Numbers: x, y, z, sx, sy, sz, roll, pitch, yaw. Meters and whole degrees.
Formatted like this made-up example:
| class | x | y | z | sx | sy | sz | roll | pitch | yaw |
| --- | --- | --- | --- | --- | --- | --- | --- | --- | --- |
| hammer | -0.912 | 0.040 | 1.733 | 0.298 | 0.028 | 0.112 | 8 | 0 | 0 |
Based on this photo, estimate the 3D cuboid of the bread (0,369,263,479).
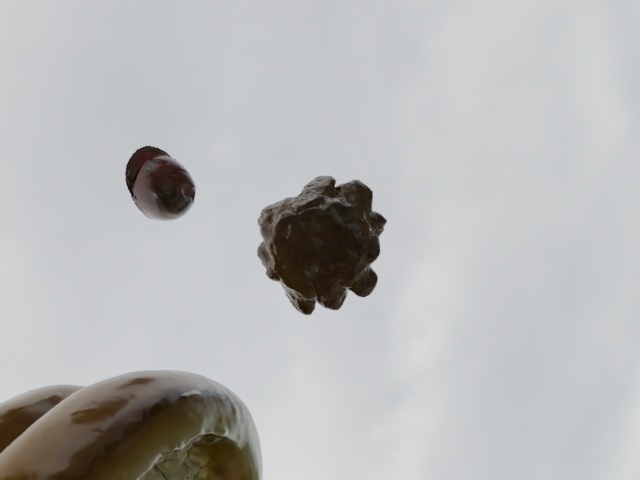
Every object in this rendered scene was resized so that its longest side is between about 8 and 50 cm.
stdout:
| class | x | y | z | sx | sy | sz | roll | pitch | yaw |
| --- | --- | --- | --- | --- | --- | --- | --- | --- | --- |
| bread | -0.195 | 0.283 | 0.757 | 0.424 | 0.245 | 0.329 | -33 | -70 | -65 |

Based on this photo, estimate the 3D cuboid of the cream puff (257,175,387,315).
| class | x | y | z | sx | sy | sz | roll | pitch | yaw |
| --- | --- | --- | --- | --- | --- | --- | --- | --- | --- |
| cream puff | 0.000 | 0.000 | 0.807 | 0.094 | 0.116 | 0.122 | -100 | 31 | -74 |

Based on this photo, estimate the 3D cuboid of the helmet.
| class | x | y | z | sx | sy | sz | roll | pitch | yaw |
| --- | --- | --- | --- | --- | --- | --- | --- | --- | --- |
| helmet | -0.157 | -0.055 | 0.944 | 0.065 | 0.049 | 0.084 | -49 | -47 | -22 |
